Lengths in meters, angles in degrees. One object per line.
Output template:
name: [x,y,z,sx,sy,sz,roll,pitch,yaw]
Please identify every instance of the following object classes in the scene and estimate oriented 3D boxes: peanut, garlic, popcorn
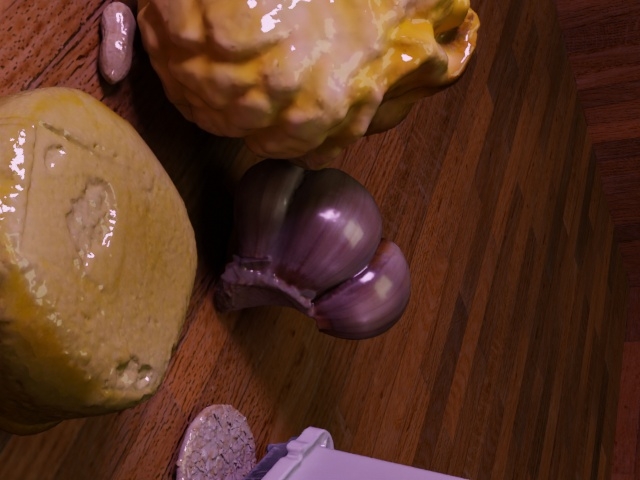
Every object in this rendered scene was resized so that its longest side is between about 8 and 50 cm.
peanut: [-0.197,-0.190,1.022,0.037,0.037,0.083,35,58,-57]
garlic: [0.000,0.000,1.166,0.160,0.214,0.191,89,20,-50]
popcorn: [-0.025,-0.236,1.106,0.381,0.348,0.349,161,-75,-72]

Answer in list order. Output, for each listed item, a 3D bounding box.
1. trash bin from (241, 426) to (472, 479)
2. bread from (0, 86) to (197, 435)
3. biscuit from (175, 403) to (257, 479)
trash bin: [0.072,0.359,1.039,0.296,0.367,0.256,-34,123,-61]
bread: [-0.209,0.011,0.822,0.270,0.148,0.270,38,47,-55]
biscuit: [-0.107,0.244,1.114,0.152,0.020,0.152,-3,90,-65]
